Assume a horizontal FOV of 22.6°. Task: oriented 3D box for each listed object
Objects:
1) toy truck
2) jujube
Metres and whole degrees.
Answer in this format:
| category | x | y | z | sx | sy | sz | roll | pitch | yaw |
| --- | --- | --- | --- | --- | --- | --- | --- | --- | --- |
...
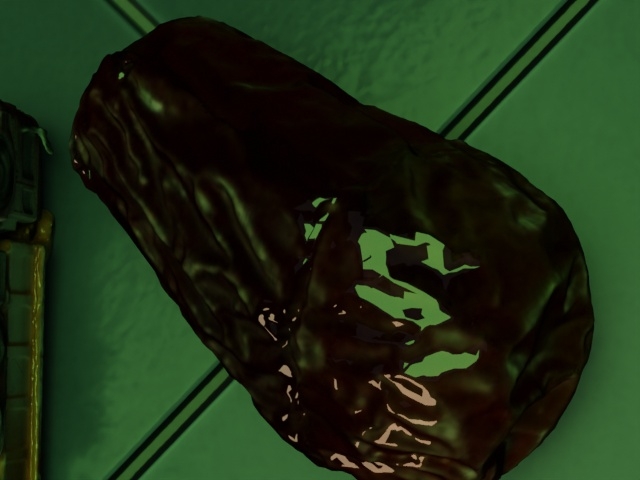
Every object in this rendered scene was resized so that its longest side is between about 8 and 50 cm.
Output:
| category | x | y | z | sx | sy | sz | roll | pitch | yaw |
| --- | --- | --- | --- | --- | --- | --- | --- | --- | --- |
| toy truck | -0.232 | 0.045 | 1.018 | 0.114 | 0.135 | 0.270 | 1 | 87 | 9 |
| jujube | 0.000 | 0.000 | 0.944 | 0.342 | 0.216 | 0.216 | 35 | 90 | 21 |
